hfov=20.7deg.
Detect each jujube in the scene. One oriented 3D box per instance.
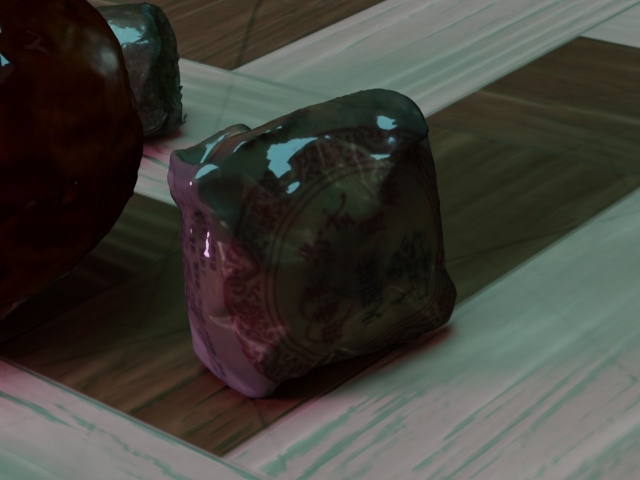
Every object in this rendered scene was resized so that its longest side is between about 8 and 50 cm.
[{"bbox_3d":[-0.232,-0.040,0.853,0.290,0.197,0.197,-15,27,-4],"label":"jujube"}]

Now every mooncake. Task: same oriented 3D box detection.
[{"bbox_3d":[0.000,0.000,0.798,0.130,0.125,0.073,-22,35,-24],"label":"mooncake"}]

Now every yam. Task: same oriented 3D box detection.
[{"bbox_3d":[-0.210,-0.087,1.059,0.259,0.093,0.093,-9,27,-7],"label":"yam"}]
